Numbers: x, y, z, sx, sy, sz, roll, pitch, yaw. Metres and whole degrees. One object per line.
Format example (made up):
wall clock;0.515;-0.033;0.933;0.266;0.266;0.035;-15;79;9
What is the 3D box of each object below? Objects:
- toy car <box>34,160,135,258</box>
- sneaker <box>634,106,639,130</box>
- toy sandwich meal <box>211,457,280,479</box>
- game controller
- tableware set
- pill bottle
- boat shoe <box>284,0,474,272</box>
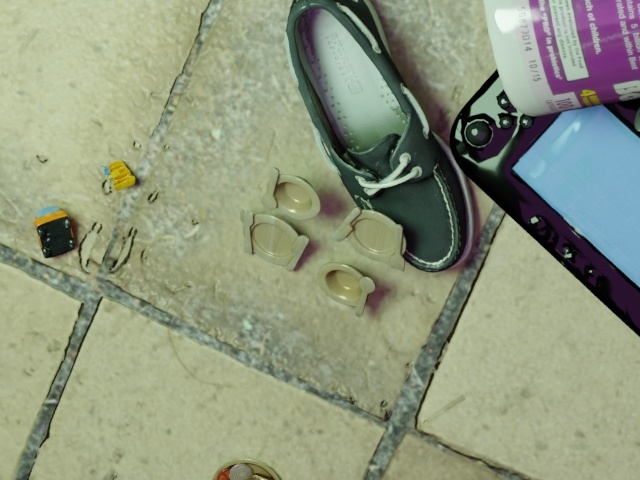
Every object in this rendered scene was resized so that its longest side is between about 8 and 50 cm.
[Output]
toy car;-0.233;-0.033;1.909;0.122;0.060;0.040;-30;55;2
sneaker;0.425;-0.090;1.655;0.297;0.111;0.129;-7;114;23
toy sandwich meal;-0.073;0.261;1.961;0.086;0.029;0.085;3;107;10
game controller;0.272;-0.043;1.754;0.319;0.067;0.166;43;112;8
tableware set;0.000;0.000;1.835;0.169;0.020;0.141;28;140;6
pill bottle;0.300;-0.209;1.630;0.302;0.169;0.169;-10;105;18
boat shoe;0.048;-0.095;1.794;0.114;0.091;0.302;-28;100;18
